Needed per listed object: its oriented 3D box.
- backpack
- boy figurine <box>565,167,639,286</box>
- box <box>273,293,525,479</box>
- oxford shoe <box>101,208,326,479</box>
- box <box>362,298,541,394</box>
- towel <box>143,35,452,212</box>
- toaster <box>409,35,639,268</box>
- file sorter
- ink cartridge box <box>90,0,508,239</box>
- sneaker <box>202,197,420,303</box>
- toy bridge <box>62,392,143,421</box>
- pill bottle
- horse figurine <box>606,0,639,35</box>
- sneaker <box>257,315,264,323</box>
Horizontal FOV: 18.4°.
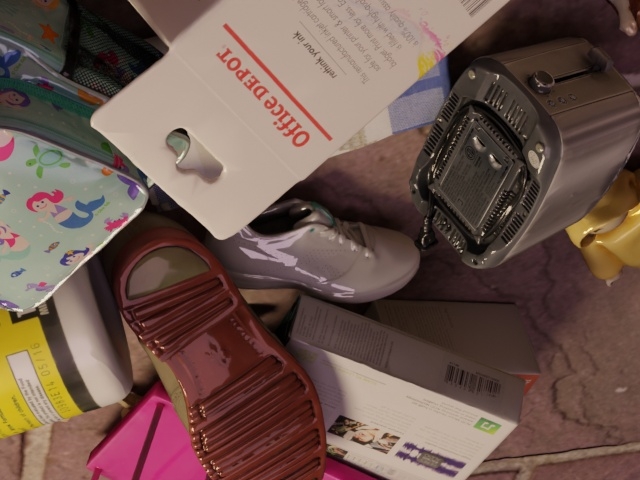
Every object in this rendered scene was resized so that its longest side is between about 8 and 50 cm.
[{"bbox_3d":[-0.251,-0.084,1.482,0.253,0.191,0.225,33,123,-27],"label":"backpack"},{"bbox_3d":[0.327,-0.015,1.910,0.177,0.092,0.285,-34,145,26],"label":"boy figurine"},{"bbox_3d":[0.031,0.185,1.931,0.232,0.058,0.322,22,144,-9],"label":"box"},{"bbox_3d":[-0.093,0.102,1.789,0.123,0.130,0.348,-29,124,-7],"label":"oxford shoe"},{"bbox_3d":[0.115,0.135,2.023,0.171,0.091,0.130,3,140,-25],"label":"box"},{"bbox_3d":[-0.032,-0.130,1.653,0.285,0.034,0.209,-18,143,-1],"label":"towel"},{"bbox_3d":[0.179,-0.074,1.708,0.146,0.129,0.227,-22,150,-35],"label":"toaster"},{"bbox_3d":[-0.089,0.307,1.938,0.291,0.182,0.202,26,145,-13],"label":"file sorter"},{"bbox_3d":[-0.009,-0.186,1.431,0.353,0.119,0.207,-41,141,3],"label":"ink cartridge box"},{"bbox_3d":[0.000,0.000,1.808,0.212,0.080,0.094,1,136,-21],"label":"sneaker"},{"bbox_3d":[-0.244,0.153,1.955,0.188,0.026,0.063,11,135,-34],"label":"toy bridge"},{"bbox_3d":[-0.344,0.095,1.693,0.334,0.188,0.188,-18,145,0],"label":"pill bottle"},{"bbox_3d":[0.353,-0.146,1.705,0.263,0.174,0.066,-4,162,-32],"label":"horse figurine"},{"bbox_3d":[-0.107,0.096,1.932,0.109,0.040,0.044,-13,161,0],"label":"sneaker"}]
